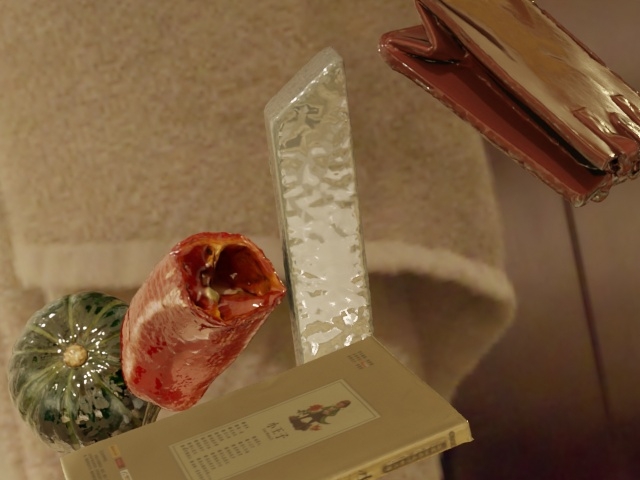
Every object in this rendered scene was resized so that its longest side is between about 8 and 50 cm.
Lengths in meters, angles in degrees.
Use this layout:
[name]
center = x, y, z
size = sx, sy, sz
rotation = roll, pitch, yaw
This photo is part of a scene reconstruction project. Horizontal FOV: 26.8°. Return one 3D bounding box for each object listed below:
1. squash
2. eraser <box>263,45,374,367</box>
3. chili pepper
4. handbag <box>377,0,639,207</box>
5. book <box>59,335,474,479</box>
[squash]
center = -0.301, 0.174, 1.738
size = 0.218, 0.218, 0.172
rotation = -16, -27, -17
[eraser]
center = -0.001, 0.000, 1.261
size = 0.077, 0.353, 0.111
rotation = -7, 14, -2
[chili pepper]
center = -0.165, 0.120, 1.528
size = 0.134, 0.131, 0.338
rotation = -27, -19, -40
[handbag]
center = 0.217, -0.157, 1.367
size = 0.084, 0.275, 0.260
rotation = -56, -17, 27
[book]
center = -0.035, 0.112, 0.720
size = 0.198, 0.016, 0.138
rotation = -20, 21, -13
